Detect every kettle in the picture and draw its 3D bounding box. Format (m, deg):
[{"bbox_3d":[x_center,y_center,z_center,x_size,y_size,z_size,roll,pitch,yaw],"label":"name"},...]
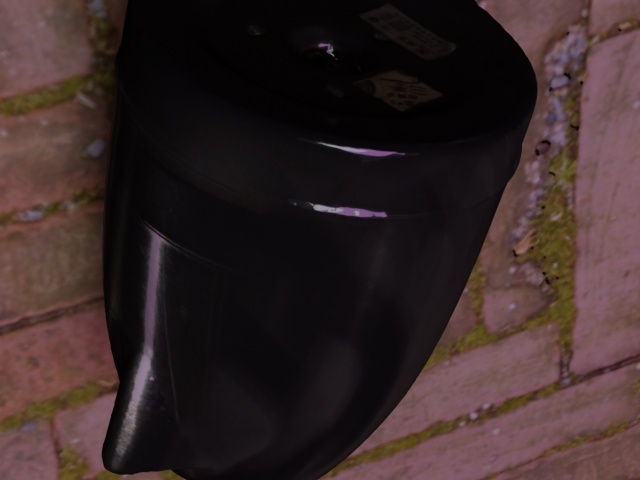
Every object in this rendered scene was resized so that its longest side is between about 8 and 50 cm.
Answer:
[{"bbox_3d":[0.000,0.000,0.823,0.321,0.228,0.324,-30,145,-46],"label":"kettle"}]
